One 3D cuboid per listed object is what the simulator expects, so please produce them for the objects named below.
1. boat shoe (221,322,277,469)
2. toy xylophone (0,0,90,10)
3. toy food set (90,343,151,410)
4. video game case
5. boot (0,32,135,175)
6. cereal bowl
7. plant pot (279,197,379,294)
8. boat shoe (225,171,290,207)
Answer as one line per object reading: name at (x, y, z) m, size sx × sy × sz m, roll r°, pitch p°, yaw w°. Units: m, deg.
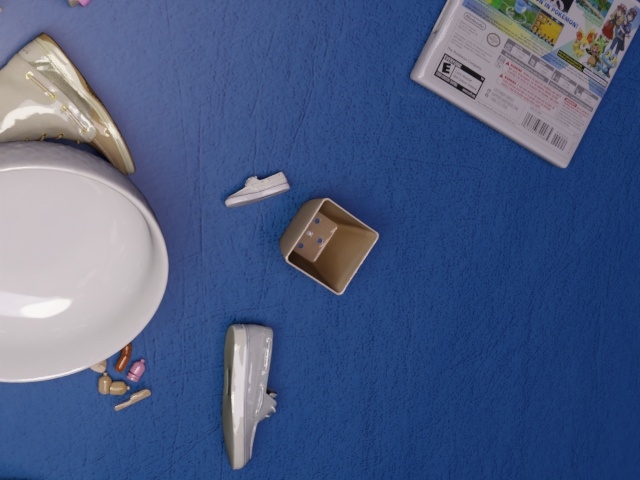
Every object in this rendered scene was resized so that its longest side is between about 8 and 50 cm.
boat shoe at (-0.103, 0.237, 1.424) m, size 0.081 × 0.079 × 0.227 m, roll 0°, pitch 100°, yaw -19°
toy xylophone at (-0.387, -0.415, 1.136) m, size 0.236 × 0.081 × 0.322 m, roll -39°, pitch 115°, yaw -10°
toy food set at (-0.295, 0.180, 1.362) m, size 0.078 × 0.019 × 0.122 m, roll -24°, pitch 104°, yaw -16°
video game case at (0.337, -0.317, 1.499) m, size 0.329 × 0.036 × 0.300 m, roll 26°, pitch 92°, yaw -26°
boot at (-0.357, -0.138, 1.222) m, size 0.165 × 0.077 × 0.213 m, roll -38°, pitch 109°, yaw -11°
cereal bowl at (-0.370, 0.013, 1.193) m, size 0.339 × 0.141 × 0.339 m, roll -9°, pitch 127°, yaw -12°
plant pot at (0.000, 0.000, 1.399) m, size 0.109 × 0.096 × 0.109 m, roll 34°, pitch 88°, yaw -26°
boat shoe at (-0.095, -0.077, 1.377) m, size 0.100 × 0.035 × 0.035 m, roll -19°, pitch 83°, yaw -14°
